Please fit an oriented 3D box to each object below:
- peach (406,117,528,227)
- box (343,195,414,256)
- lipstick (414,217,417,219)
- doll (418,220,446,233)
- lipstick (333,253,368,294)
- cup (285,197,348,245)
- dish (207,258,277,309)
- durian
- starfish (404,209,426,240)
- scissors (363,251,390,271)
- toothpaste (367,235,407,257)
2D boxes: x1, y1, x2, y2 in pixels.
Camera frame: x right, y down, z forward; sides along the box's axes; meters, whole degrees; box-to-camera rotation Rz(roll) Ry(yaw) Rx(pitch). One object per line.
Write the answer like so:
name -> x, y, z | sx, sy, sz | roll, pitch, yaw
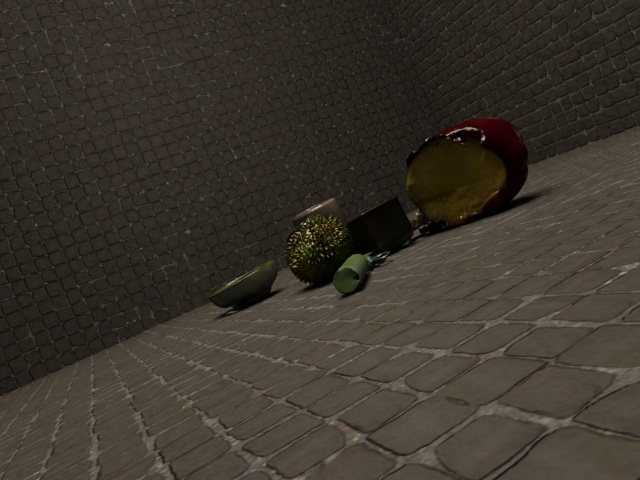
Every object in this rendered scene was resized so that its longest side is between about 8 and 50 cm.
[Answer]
peach -> 0.508, -0.239, 1.927 | 0.417, 0.339, 0.353 | -19, 2, 6
box -> 0.196, -0.044, 2.039 | 0.184, 0.143, 0.273 | -30, 2, -23
lipstick -> 0.480, -0.093, 2.641 | 0.040, 0.040, 0.141 | -22, 3, 38
doll -> 0.453, -0.077, 2.059 | 0.219, 0.067, 0.091 | -22, -6, -37
lipstick -> 0.091, 0.090, 1.537 | 0.076, 0.076, 0.304 | -23, 2, 12
cup -> 0.014, -0.009, 2.259 | 0.208, 0.273, 0.288 | -31, 8, -30
dish -> -0.306, 0.210, 2.318 | 0.324, 0.124, 0.324 | -30, 3, 2
durian -> -0.005, 0.028, 1.959 | 0.291, 0.224, 0.291 | -39, -7, -6
starfish -> 0.367, -0.061, 2.132 | 0.216, 0.071, 0.238 | -37, -4, -38
scissors -> 0.147, 0.072, 1.834 | 0.138, 0.041, 0.289 | -31, 4, -8
toothpaste -> 0.230, 0.038, 2.008 | 0.205, 0.036, 0.056 | -27, 5, -21
